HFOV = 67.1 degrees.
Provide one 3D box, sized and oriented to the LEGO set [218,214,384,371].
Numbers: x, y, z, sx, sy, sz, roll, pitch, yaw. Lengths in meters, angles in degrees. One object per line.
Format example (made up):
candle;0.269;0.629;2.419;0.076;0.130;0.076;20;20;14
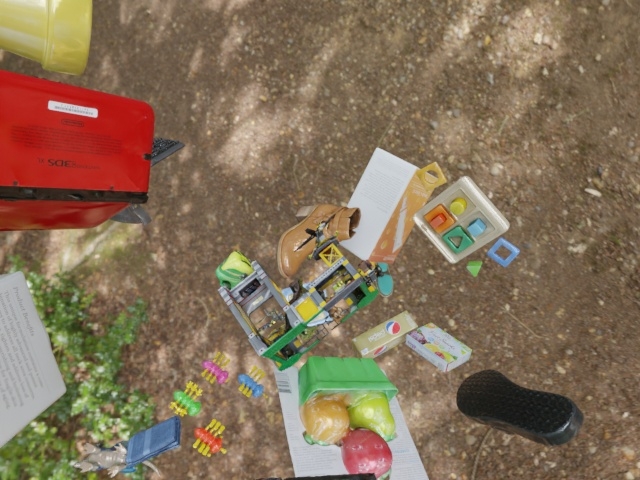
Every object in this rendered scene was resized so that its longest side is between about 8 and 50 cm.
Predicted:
LEGO set;-0.051;0.103;1.015;0.331;0.255;0.192;-42;66;5

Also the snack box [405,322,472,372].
snack box;0.310;0.280;1.273;0.141;0.100;0.037;33;126;43

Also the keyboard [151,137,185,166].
keyboard;-0.502;-0.205;1.217;0.201;0.317;0.033;4;119;16

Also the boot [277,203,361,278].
boot;0.000;0.000;1.527;0.220;0.109;0.283;2;49;30

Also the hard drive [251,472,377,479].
hard drive;-0.132;0.220;0.260;0.237;0.339;0.064;-18;79;27

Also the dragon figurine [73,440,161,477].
dragon figurine;-0.556;0.599;1.331;0.289;0.144;0.085;-2;70;5

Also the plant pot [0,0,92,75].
plant pot;-0.652;-0.512;1.058;0.254;0.239;0.254;4;94;56

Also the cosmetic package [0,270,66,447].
cosmetic package;-0.837;0.297;1.006;0.327;0.394;0.329;-10;103;12

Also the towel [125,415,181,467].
towel;-0.337;0.407;0.979;0.119;0.029;0.067;-28;35;8

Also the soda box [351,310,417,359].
soda box;0.178;0.268;1.338;0.181;0.061;0.058;-24;55;-13

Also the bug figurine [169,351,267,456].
bug figurine;-0.293;0.457;1.383;0.279;0.216;0.072;-48;1;-35

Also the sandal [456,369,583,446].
sandal;0.521;0.469;1.312;0.167;0.107;0.446;-41;8;-13

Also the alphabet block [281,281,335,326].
alphabet block;-0.049;0.288;2.121;0.193;0.197;0.192;-13;81;4

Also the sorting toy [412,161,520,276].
sorting toy;0.365;-0.047;1.283;0.348;0.047;0.196;49;127;0

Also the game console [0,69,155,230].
game console;-0.217;-0.060;0.376;0.085;0.144;0.124;15;101;33

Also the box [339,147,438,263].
box;0.222;-0.110;1.657;0.168;0.215;0.345;34;105;30

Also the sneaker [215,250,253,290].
sneaker;-0.273;0.125;1.616;0.123;0.295;0.109;-31;64;-4

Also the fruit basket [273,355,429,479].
fruit basket;0.067;0.441;1.085;0.165;0.327;0.353;-56;38;39

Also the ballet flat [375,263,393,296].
ballet flat;0.246;0.145;1.929;0.067;0.073;0.206;109;164;-53

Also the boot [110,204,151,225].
boot;-0.470;-0.136;0.947;0.263;0.229;0.091;24;57;20
